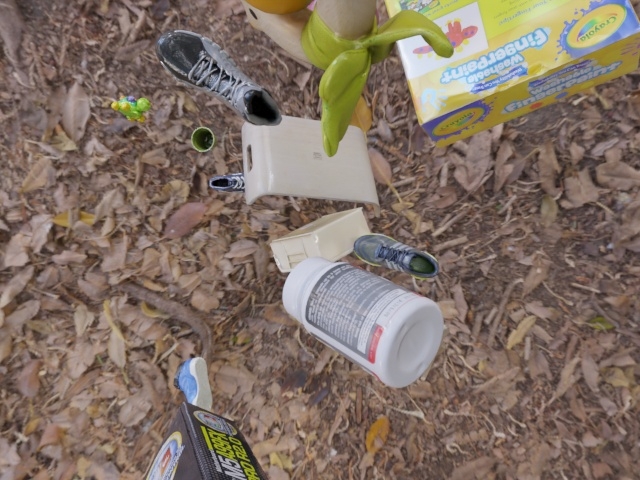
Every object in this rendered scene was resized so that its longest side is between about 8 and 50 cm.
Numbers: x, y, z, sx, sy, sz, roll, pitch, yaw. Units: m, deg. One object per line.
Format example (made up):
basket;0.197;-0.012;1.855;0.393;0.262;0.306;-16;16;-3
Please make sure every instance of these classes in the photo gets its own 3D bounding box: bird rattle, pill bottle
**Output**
bird rattle;-0.019;-0.187;0.329;0.143;0.253;0.207;-48;54;-6
pill bottle;0.068;0.134;0.928;0.283;0.161;0.161;24;93;45

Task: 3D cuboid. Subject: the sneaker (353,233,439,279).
sneaker;0.254;0.049;1.627;0.299;0.121;0.111;15;88;-2

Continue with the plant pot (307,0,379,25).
plant pot;0.032;-0.598;1.383;0.201;0.201;0.180;40;85;1

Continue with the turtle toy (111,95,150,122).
turtle toy;-0.622;-0.444;1.672;0.130;0.095;0.066;11;75;30

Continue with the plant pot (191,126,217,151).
plant pot;-0.396;-0.348;1.752;0.083;0.079;0.084;1;95;10

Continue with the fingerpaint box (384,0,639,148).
fingerpaint box;0.409;-0.473;1.133;0.444;0.163;0.372;-20;70;24

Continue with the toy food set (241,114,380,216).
toy food set;-0.020;-0.160;1.128;0.305;0.092;0.220;3;58;-18

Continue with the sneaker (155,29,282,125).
sneaker;-0.150;-0.257;0.810;0.228;0.132;0.086;27;99;-32

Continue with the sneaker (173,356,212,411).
sneaker;-0.319;0.370;1.238;0.084;0.058;0.152;-17;77;32

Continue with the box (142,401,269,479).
box;-0.122;0.280;0.348;0.060;0.216;0.270;29;81;-20

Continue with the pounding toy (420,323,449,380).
pounding toy;0.286;0.290;1.409;0.154;0.269;0.155;-53;49;32

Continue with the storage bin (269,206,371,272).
storage bin;0.000;0.000;1.749;0.262;0.260;0.123;-28;101;-37

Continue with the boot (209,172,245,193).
boot;-0.245;-0.175;1.558;0.189;0.086;0.069;-4;95;11
